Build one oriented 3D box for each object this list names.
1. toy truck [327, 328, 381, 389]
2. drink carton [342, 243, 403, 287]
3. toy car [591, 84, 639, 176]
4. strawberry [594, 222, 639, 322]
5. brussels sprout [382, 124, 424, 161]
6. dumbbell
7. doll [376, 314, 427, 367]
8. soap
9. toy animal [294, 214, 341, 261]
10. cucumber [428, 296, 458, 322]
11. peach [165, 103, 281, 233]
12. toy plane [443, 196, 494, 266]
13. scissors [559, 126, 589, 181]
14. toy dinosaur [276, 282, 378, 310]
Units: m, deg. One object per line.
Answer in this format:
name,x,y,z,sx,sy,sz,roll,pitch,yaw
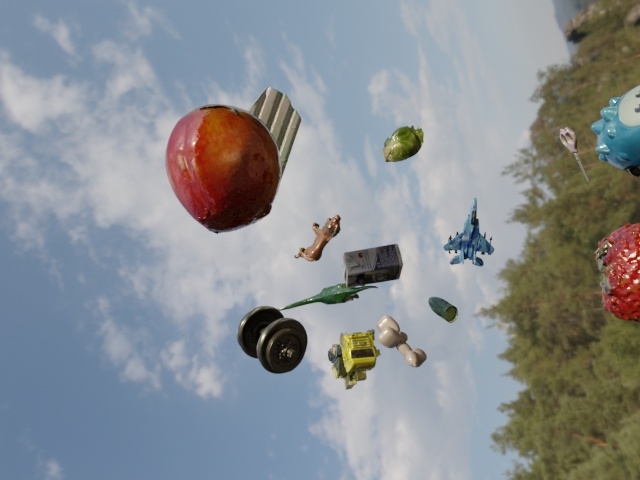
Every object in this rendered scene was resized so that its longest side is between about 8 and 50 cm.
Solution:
toy truck,0.114,0.422,1.810,0.272,0.124,0.157,113,151,-59
drink carton,0.197,0.099,2.007,0.134,0.222,0.102,88,173,-64
toy car,0.780,-0.281,1.275,0.255,0.190,0.188,71,-147,-70
strawberry,0.959,0.070,1.431,0.267,0.351,0.312,48,-133,-36
brussels sprout,0.337,-0.397,2.132,0.139,0.181,0.100,62,179,32
dumbbell,-0.162,0.332,1.746,0.192,0.290,0.192,-8,-75,-32
doll,0.232,0.297,1.471,0.160,0.059,0.161,39,-168,-6
soap,-0.206,-0.369,1.880,0.208,0.115,0.347,19,-94,-14
toy animal,0.000,0.000,2.407,0.097,0.312,0.157,24,-161,-24
cucumber,0.333,0.186,1.434,0.048,0.105,0.048,-8,-70,-23
peach,-0.285,-0.205,1.521,0.370,0.370,0.370,31,-128,-51
toy plane,0.504,-0.027,1.739,0.078,0.169,0.246,-60,-28,-75
scissors,0.810,-0.271,1.635,0.189,0.015,0.100,62,-174,-3
toy dinosaur,0.014,0.226,2.096,0.301,0.447,0.087,-6,-101,-30
